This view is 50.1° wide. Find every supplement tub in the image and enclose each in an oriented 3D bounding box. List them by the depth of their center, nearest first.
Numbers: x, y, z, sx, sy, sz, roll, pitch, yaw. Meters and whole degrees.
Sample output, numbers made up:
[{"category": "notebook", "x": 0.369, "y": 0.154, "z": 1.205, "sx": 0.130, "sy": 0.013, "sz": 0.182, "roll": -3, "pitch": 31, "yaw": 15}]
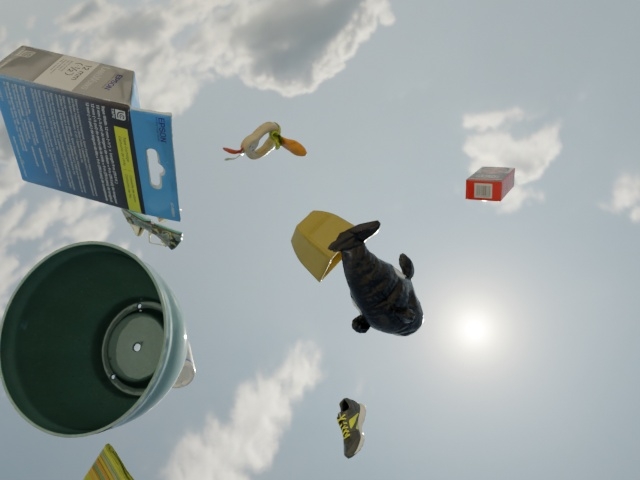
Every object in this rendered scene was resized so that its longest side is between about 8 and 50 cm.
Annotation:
[{"category": "supplement tub", "x": -0.302, "y": 0.250, "z": 1.428, "sx": 0.071, "sy": 0.071, "sz": 0.107, "roll": -29, "pitch": -146, "yaw": 0}]

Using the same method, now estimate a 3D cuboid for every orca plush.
[{"category": "orca plush", "x": 0.122, "y": 0.081, "z": 1.098, "sx": 0.151, "sy": 0.287, "sz": 0.102, "roll": -39, "pitch": -135, "yaw": -22}]

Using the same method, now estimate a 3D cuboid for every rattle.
[{"category": "rattle", "x": -0.162, "y": -0.246, "z": 1.948, "sx": 0.199, "sy": 0.143, "sz": 0.130, "roll": -33, "pitch": 173, "yaw": -48}]

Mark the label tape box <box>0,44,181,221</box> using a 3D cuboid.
[{"category": "label tape box", "x": -0.406, "y": -0.195, "z": 1.272, "sx": 0.347, "sy": 0.249, "sz": 0.115, "roll": 14, "pitch": -135, "yaw": 9}]

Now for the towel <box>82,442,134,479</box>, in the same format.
[{"category": "towel", "x": -0.433, "y": 0.501, "z": 1.331, "sx": 0.102, "sy": 0.021, "sz": 0.237, "roll": 50, "pitch": -59, "yaw": 24}]

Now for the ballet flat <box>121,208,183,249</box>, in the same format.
[{"category": "ballet flat", "x": -0.464, "y": -0.029, "z": 1.847, "sx": 0.188, "sy": 0.070, "sz": 0.070, "roll": 25, "pitch": -125, "yaw": 9}]

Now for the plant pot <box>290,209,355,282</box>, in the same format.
[{"category": "plant pot", "x": 0.000, "y": 0.000, "z": 1.110, "sx": 0.083, "sy": 0.081, "sz": 0.081, "roll": 39, "pitch": -125, "yaw": 9}]

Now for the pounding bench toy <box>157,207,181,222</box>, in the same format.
[{"category": "pounding bench toy", "x": -0.361, "y": -0.081, "z": 1.571, "sx": 0.052, "sy": 0.065, "sz": 0.083, "roll": -37, "pitch": 180, "yaw": -2}]

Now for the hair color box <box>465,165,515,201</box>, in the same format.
[{"category": "hair color box", "x": 0.342, "y": -0.115, "z": 1.373, "sx": 0.072, "sy": 0.043, "sz": 0.141, "roll": 5, "pitch": -162, "yaw": 24}]

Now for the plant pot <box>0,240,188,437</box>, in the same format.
[{"category": "plant pot", "x": -0.336, "y": 0.165, "z": 1.113, "sx": 0.293, "sy": 0.196, "sz": 0.293, "roll": -4, "pitch": -105, "yaw": 15}]

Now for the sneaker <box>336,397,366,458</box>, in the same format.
[{"category": "sneaker", "x": 0.033, "y": 0.232, "z": 0.851, "sx": 0.031, "sy": 0.035, "sz": 0.083, "roll": -43, "pitch": -160, "yaw": 30}]
